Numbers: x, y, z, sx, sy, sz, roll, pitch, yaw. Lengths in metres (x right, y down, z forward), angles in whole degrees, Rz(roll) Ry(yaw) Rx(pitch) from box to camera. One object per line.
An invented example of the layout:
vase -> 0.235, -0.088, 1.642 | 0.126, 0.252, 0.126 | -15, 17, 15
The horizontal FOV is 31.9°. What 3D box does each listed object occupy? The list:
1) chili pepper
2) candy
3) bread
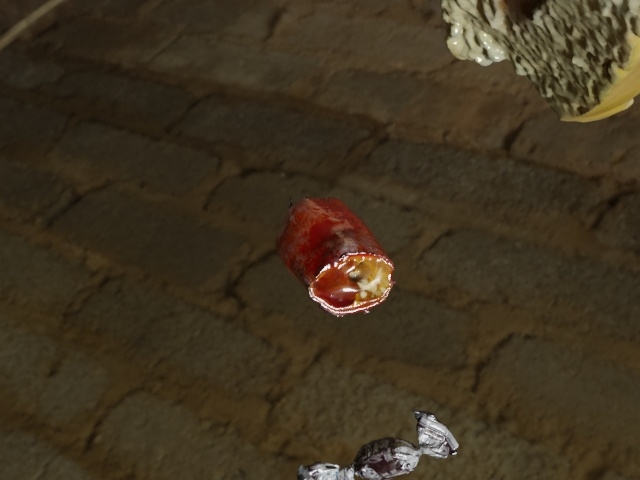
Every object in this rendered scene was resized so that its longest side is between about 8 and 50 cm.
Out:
chili pepper -> 0.000, 0.000, 1.127 | 0.086, 0.084, 0.192 | 16, -158, -32
candy -> 0.075, 0.297, 1.508 | 0.226, 0.051, 0.094 | -25, 117, 20
bread -> 0.220, -0.224, 0.840 | 0.184, 0.211, 0.224 | 41, 167, 16
